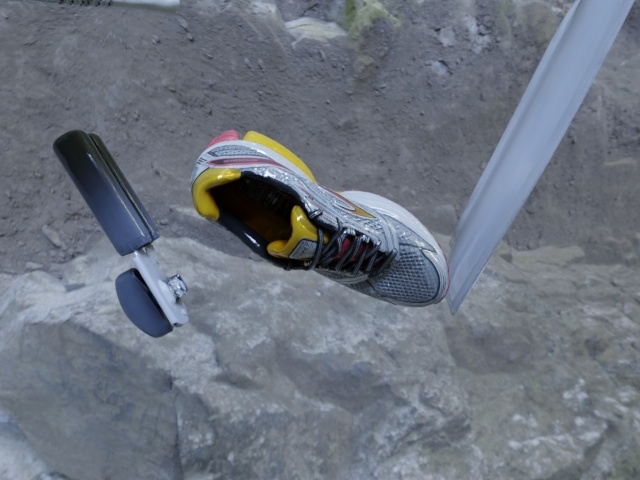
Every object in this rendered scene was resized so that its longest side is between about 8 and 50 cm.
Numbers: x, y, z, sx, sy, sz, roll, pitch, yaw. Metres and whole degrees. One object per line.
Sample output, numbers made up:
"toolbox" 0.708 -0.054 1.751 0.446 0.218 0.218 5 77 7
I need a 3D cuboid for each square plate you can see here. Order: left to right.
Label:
"square plate" 0.246 -0.117 0.525 0.344 0.049 0.347 -25 141 -59

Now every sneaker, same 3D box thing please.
"sneaker" 0.000 0.000 0.359 0.225 0.093 0.088 25 116 -8

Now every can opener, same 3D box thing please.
"can opener" -0.252 -0.002 0.580 0.093 0.074 0.280 -25 99 -2

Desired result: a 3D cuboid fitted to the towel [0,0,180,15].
"towel" -0.310 -0.279 0.410 0.324 0.312 0.056 -29 146 -44
